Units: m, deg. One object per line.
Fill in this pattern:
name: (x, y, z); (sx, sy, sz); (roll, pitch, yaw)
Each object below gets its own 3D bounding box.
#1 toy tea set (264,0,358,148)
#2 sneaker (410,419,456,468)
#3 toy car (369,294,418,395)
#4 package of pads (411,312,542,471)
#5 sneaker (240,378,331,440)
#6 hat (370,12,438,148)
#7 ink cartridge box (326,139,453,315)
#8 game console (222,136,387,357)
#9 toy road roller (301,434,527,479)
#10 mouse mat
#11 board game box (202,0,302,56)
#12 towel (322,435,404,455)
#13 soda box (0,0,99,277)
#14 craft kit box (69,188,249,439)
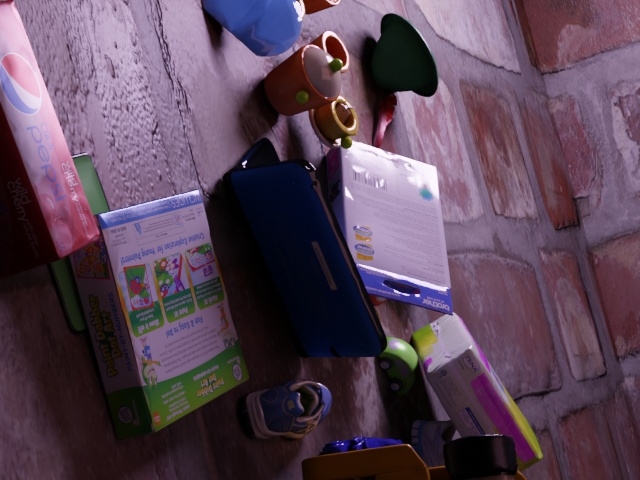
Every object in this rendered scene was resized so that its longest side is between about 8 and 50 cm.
toy tea set: (0.002, -0.318, 2.118); (0.200, 0.124, 0.336); (19, 55, -49)
sneaker: (0.192, 0.371, 2.183); (0.071, 0.083, 0.190); (47, 36, -49)
toy car: (0.108, 0.148, 2.176); (0.225, 0.053, 0.239); (63, 26, -22)
package of pads: (0.254, 0.256, 2.216); (0.229, 0.101, 0.296); (58, 4, -8)
sneaker: (-0.025, 0.223, 1.796); (0.211, 0.081, 0.080); (-4, 77, -68)
hat: (0.100, -0.300, 2.491); (0.208, 0.184, 0.173); (33, -31, 57)
ink cartridge box: (0.106, -0.013, 2.130); (0.186, 0.065, 0.311); (16, 45, -22)
game console: (0.000, 0.000, 1.900); (0.173, 0.250, 0.293); (-36, 110, -37)
toy road roller: (0.130, 0.390, 1.801); (0.240, 0.330, 0.202); (76, 7, -70)
mouse mat: (-0.265, 0.000, 1.502); (0.152, 0.007, 0.189); (-28, 101, -66)
board game box: (-0.109, -0.341, 2.001); (0.169, 0.033, 0.133); (40, 54, -13)
towel: (0.101, 0.435, 1.944); (0.228, 0.076, 0.308); (15, 61, -62)
soda box: (-0.317, -0.102, 1.356); (0.263, 0.083, 0.092); (70, 23, -7)
craft kit box: (-0.183, 0.077, 1.561); (0.250, 0.061, 0.246); (-20, 94, -67)
